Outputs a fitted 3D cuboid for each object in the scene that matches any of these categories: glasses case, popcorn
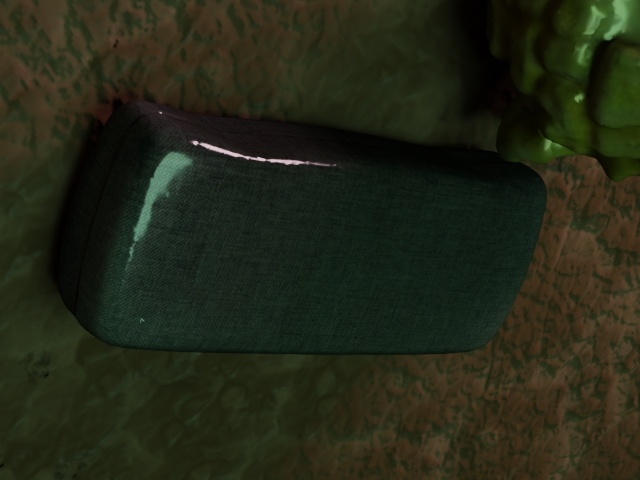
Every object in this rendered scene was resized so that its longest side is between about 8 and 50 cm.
[{"bbox_3d":[0.000,0.000,0.921,0.323,0.074,0.131,4,113,-42],"label":"glasses case"},{"bbox_3d":[0.215,-0.126,0.945,0.235,0.181,0.217,3,127,-28],"label":"popcorn"}]
